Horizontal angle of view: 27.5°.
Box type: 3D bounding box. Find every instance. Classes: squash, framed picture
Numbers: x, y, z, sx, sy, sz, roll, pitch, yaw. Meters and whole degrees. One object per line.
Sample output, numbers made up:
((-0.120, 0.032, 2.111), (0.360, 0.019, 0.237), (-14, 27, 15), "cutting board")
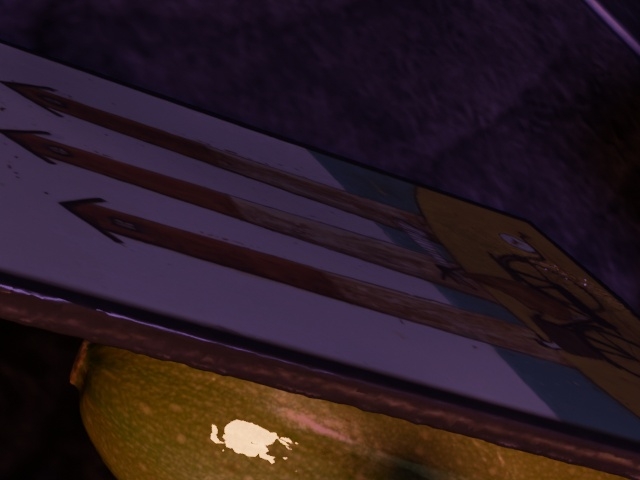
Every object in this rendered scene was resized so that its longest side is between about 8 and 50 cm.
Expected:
((0.011, 0.073, 0.414), (0.188, 0.095, 0.095), (21, 42, -17), "squash")
((0.000, 0.000, 0.447), (0.323, 0.013, 0.244), (18, 16, -27), "framed picture")
